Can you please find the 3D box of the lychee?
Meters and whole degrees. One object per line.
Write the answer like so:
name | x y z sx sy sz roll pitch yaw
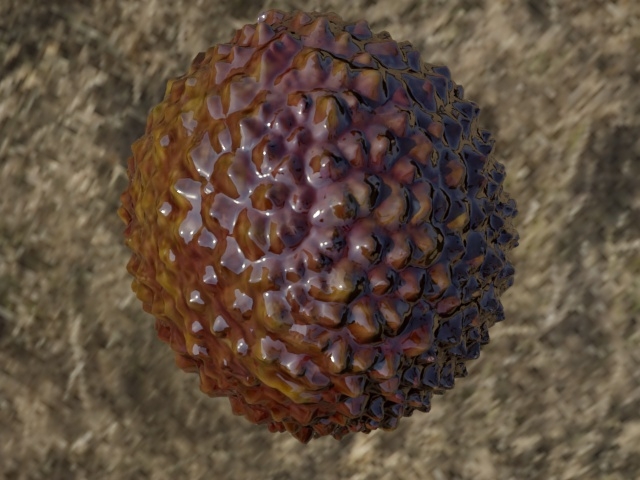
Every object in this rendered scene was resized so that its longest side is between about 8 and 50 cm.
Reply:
lychee | 0.000 0.000 0.781 0.188 0.188 0.188 10 62 -19
